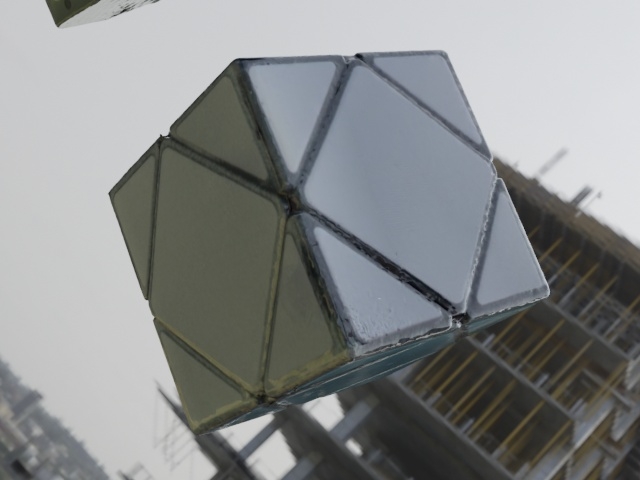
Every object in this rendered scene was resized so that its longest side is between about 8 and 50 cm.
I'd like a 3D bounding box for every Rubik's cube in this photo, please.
[{"bbox_3d":[0.000,0.000,0.706,0.205,0.205,0.207,-33,-108,48],"label":"Rubik's cube"}]

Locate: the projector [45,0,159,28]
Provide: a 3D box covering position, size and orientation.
[{"bbox_3d":[-0.125,-0.280,0.670,0.250,0.108,0.198,-14,-80,39],"label":"projector"}]
